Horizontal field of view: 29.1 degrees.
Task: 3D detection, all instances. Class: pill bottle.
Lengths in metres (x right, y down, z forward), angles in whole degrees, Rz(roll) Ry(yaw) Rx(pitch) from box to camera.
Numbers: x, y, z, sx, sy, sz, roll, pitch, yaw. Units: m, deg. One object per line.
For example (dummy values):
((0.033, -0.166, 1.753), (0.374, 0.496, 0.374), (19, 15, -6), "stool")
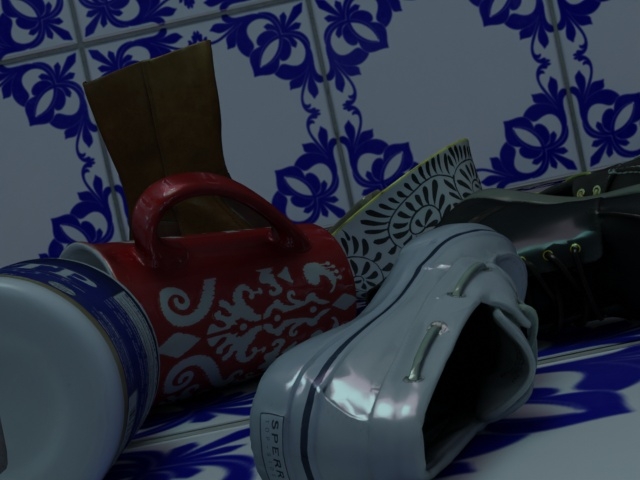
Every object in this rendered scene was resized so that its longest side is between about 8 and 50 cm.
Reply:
((-0.137, 0.065, 0.594), (0.112, 0.112, 0.186), (-12, 3, 0), "pill bottle")

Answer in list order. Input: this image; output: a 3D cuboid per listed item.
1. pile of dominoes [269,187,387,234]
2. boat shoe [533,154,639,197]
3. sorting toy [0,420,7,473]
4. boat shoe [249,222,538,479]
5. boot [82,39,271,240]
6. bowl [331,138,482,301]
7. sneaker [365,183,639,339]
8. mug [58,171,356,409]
((0.000, 0.000, 1.090), (0.196, 0.040, 0.251), (-41, -7, 18), "pile of dominoes")
((0.241, -0.021, 1.046), (0.069, 0.081, 0.228), (-16, -3, -23), "boat shoe")
((-0.209, 0.113, 0.209), (0.257, 0.089, 0.255), (-11, 3, 5), "sorting toy")
((0.058, 0.053, 0.527), (0.076, 0.083, 0.226), (3, 22, 28), "boat shoe")
((-0.094, -0.070, 1.298), (0.264, 0.280, 0.096), (-11, 3, 14), "boot")
((0.076, 0.002, 0.992), (0.170, 0.080, 0.170), (-37, -7, -5), "bowl")
((0.136, 0.029, 0.693), (0.222, 0.083, 0.118), (2, 31, 48), "sneaker")
((-0.062, 0.036, 0.769), (0.169, 0.113, 0.150), (-9, -25, -35), "mug")
